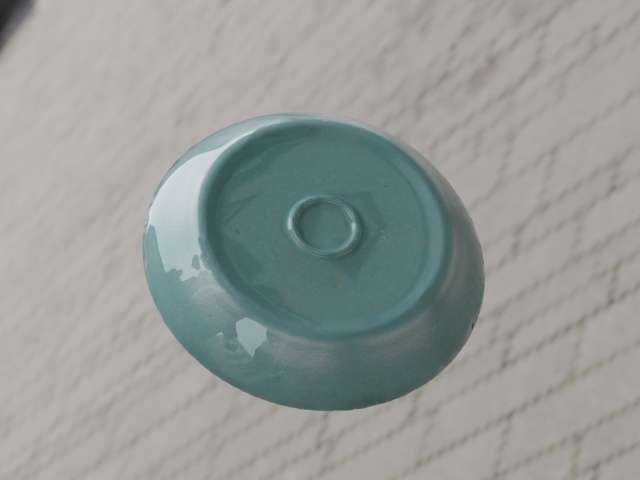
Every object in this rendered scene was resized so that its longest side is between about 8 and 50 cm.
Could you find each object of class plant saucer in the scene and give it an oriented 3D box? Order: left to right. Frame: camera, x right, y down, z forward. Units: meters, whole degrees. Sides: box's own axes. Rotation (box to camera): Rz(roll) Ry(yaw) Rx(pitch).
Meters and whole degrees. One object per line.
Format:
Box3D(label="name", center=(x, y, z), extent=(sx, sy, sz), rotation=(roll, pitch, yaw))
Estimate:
Box3D(label="plant saucer", center=(0.000, 0.000, 0.630), extent=(0.021, 0.119, 0.119), rotation=(107, -173, -58))
